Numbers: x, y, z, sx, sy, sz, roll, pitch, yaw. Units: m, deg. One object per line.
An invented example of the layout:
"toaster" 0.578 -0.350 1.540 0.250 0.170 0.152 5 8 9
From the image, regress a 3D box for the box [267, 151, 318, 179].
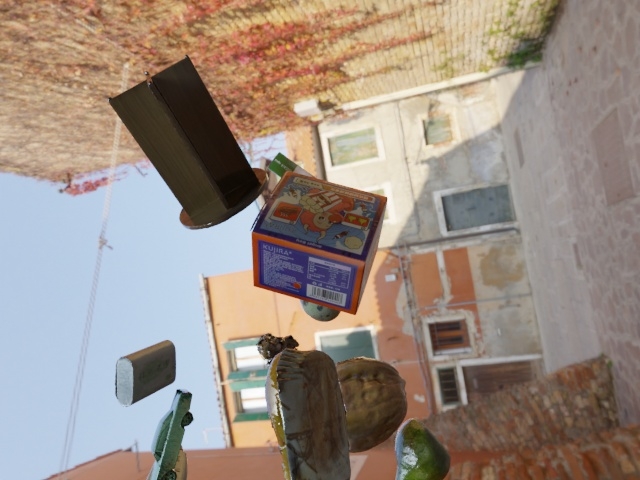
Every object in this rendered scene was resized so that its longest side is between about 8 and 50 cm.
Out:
"box" -0.077 -0.222 1.690 0.081 0.199 0.135 -55 -32 3

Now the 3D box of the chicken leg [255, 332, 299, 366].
"chicken leg" -0.145 0.346 1.530 0.080 0.125 0.196 -57 -6 10

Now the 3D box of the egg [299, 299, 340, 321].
"egg" -0.003 0.220 1.730 0.182 0.141 0.141 38 -147 -19

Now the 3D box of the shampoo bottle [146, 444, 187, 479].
"shampoo bottle" -0.574 0.840 1.774 0.284 0.153 0.071 -109 22 -65

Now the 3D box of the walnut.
"walnut" 0.101 0.393 1.069 0.141 0.204 0.238 -102 31 -65

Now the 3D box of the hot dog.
"hot dog" -0.017 0.312 0.793 0.163 0.082 0.270 -1 -101 -49

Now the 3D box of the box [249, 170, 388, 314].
"box" 0.000 0.000 1.477 0.256 0.349 0.318 95 -165 -44

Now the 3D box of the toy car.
"toy car" -0.496 0.654 1.545 0.141 0.097 0.320 -25 49 63

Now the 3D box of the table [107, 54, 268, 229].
"table" -0.207 -0.155 0.742 0.167 0.167 0.226 -79 -32 -51

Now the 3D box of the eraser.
"eraser" -0.609 0.460 1.655 0.227 0.081 0.173 -9 -77 -68

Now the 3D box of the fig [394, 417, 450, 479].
"fig" 0.302 0.734 1.553 0.203 0.235 0.203 44 170 10
